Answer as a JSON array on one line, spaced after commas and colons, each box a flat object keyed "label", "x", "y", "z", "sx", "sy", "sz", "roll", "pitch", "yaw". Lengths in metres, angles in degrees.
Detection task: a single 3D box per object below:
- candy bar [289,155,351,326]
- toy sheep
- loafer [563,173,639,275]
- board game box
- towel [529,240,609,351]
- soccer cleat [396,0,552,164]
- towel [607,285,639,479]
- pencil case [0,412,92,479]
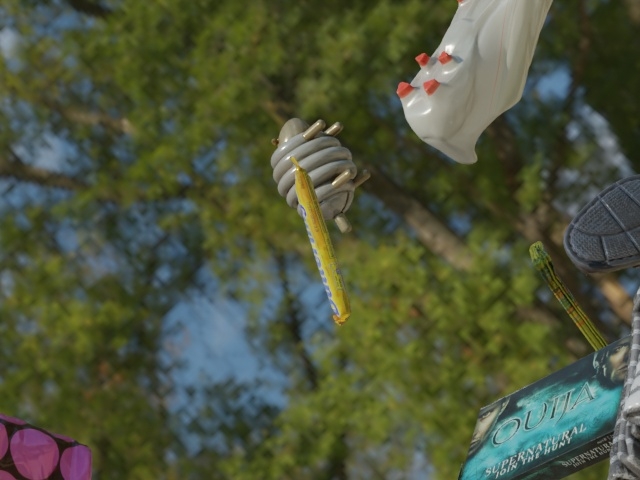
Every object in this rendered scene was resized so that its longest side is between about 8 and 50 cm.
[{"label": "candy bar", "x": 0.000, "y": 0.000, "z": 1.613, "sx": 0.018, "sy": 0.161, "sz": 0.040, "roll": -17, "pitch": 2, "yaw": -4}, {"label": "toy sheep", "x": -0.002, "y": -0.066, "z": 1.808, "sx": 0.091, "sy": 0.132, "sz": 0.091, "roll": -24, "pitch": -20, "yaw": -9}, {"label": "loafer", "x": 0.423, "y": -0.040, "z": 2.116, "sx": 0.302, "sy": 0.109, "sz": 0.095, "roll": -32, "pitch": -27, "yaw": -6}, {"label": "board game box", "x": 0.201, "y": 0.162, "z": 1.563, "sx": 0.186, "sy": 0.026, "sz": 0.126, "roll": -32, "pitch": 23, "yaw": 36}, {"label": "towel", "x": 0.308, "y": 0.103, "z": 1.996, "sx": 0.021, "sy": 0.237, "sz": 0.102, "roll": -35, "pitch": 7, "yaw": 10}, {"label": "soccer cleat", "x": 0.126, "y": -0.143, "z": 1.274, "sx": 0.076, "sy": 0.068, "sz": 0.196, "roll": 45, "pitch": -111, "yaw": -30}, {"label": "towel", "x": 0.345, "y": 0.133, "z": 1.308, "sx": 0.121, "sy": 0.284, "sz": 0.235, "roll": -58, "pitch": 7, "yaw": 47}, {"label": "pencil case", "x": -0.303, "y": 0.203, "z": 1.632, "sx": 0.209, "sy": 0.098, "sz": 0.095, "roll": 22, "pitch": -78, "yaw": -32}]
